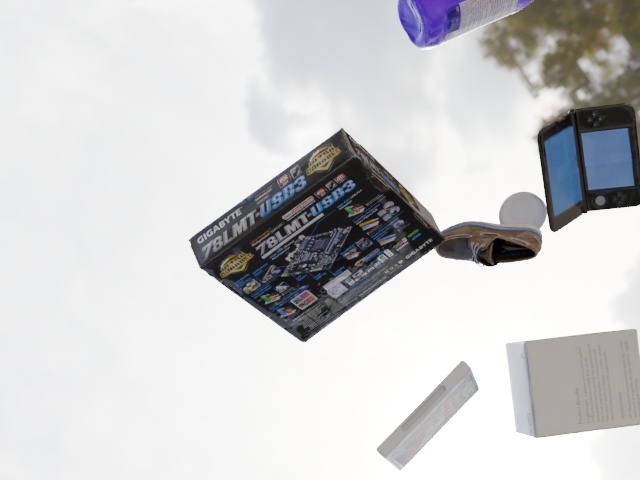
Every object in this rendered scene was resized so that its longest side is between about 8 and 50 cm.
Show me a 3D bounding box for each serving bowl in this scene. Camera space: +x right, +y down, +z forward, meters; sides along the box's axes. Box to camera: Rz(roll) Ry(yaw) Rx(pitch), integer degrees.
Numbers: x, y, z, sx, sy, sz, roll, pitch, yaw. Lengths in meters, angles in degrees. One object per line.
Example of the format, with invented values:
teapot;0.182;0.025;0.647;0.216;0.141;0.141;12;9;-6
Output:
serving bowl;0.343;-0.049;2.427;0.083;0.083;0.027;42;-164;-21

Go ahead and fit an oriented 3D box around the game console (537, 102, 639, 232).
game console;0.353;-0.094;1.847;0.085;0.124;0.144;-63;-35;-64

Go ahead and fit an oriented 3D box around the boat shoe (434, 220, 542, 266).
boat shoe;0.276;0.008;2.361;0.066;0.183;0.066;-74;-25;-58

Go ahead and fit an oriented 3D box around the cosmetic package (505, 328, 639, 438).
cosmetic package;0.401;0.224;2.244;0.151;0.184;0.151;132;133;-84

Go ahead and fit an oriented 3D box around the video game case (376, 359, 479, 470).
video game case;0.166;0.268;2.148;0.023;0.183;0.201;44;176;17

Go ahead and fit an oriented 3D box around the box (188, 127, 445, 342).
box;0.000;0.000;2.172;0.293;0.295;0.073;39;-161;-46

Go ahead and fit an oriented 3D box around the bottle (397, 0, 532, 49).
bottle;0.248;-0.365;1.996;0.092;0.283;0.118;62;168;17
